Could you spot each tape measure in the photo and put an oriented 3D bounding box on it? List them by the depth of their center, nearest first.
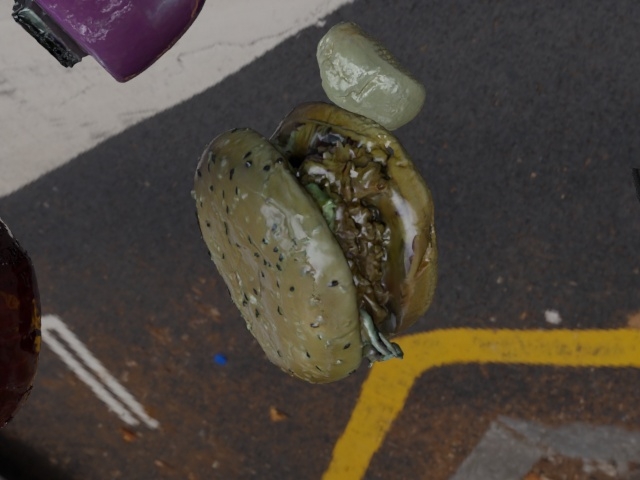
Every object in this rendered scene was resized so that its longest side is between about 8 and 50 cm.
[{"bbox_3d":[-0.223,-0.255,0.820,0.245,0.149,0.231,43,176,45],"label":"tape measure"}]

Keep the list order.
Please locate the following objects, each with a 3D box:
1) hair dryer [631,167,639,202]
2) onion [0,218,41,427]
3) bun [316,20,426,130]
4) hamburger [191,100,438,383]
[{"bbox_3d":[0.504,-0.055,1.329,0.075,0.219,0.196,9,123,-24],"label":"hair dryer"},{"bbox_3d":[-0.360,0.070,0.823,0.252,0.252,0.219,31,179,-4],"label":"onion"},{"bbox_3d":[0.066,-0.238,1.382,0.188,0.164,0.111,44,107,8],"label":"bun"},{"bbox_3d":[0.000,0.000,1.079,0.318,0.195,0.277,66,159,-6],"label":"hamburger"}]
